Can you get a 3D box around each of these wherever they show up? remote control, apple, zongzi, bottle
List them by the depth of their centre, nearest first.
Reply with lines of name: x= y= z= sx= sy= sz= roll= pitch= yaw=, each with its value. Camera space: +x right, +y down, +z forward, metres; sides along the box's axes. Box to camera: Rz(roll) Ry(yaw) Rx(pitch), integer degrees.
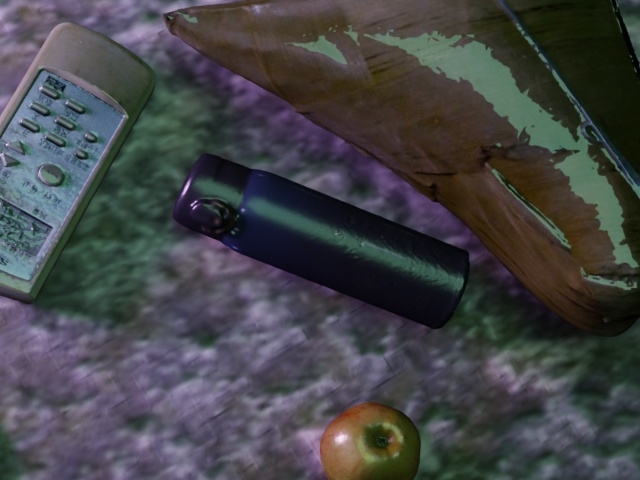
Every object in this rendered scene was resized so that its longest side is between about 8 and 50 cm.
apple: x=0.041 y=0.169 z=1.436 sx=0.084 sy=0.071 sz=0.084 roll=5 pitch=72 yaw=-16
remote control: x=-0.221 y=-0.066 z=1.450 sx=0.098 sy=0.038 sz=0.233 roll=29 pitch=68 yaw=-6
zongzi: x=0.104 y=-0.069 z=1.468 sx=0.393 sy=0.174 sz=0.356 roll=-14 pitch=75 yaw=-23
bottle: x=0.000 y=0.000 z=1.475 sx=0.244 sy=0.072 sz=0.082 roll=22 pitch=27 yaw=-8
